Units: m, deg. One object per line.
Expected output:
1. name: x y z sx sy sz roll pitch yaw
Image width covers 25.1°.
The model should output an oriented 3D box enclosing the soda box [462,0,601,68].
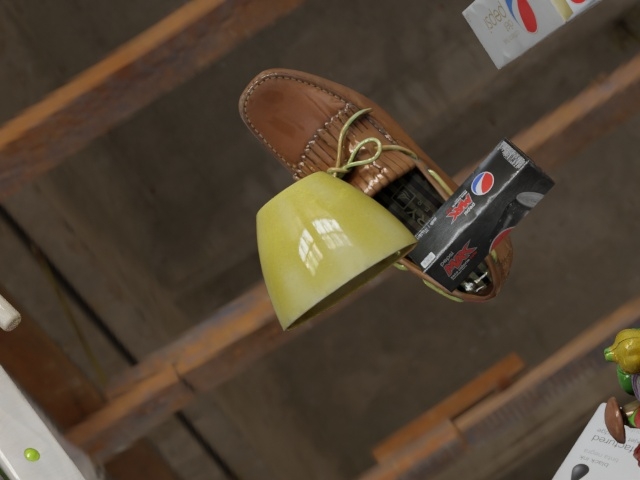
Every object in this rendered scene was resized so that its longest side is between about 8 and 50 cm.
1. soda box: 0.207 -0.230 1.379 0.069 0.216 0.074 -34 -89 -11

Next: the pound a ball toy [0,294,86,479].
1. pound a ball toy: -0.304 0.113 1.056 0.136 0.319 0.208 -23 -28 -41

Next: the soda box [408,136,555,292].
1. soda box: 0.173 -0.027 1.577 0.169 0.053 0.060 -47 -49 8

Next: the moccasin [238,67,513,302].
1. moccasin: 0.061 -0.060 1.685 0.380 0.147 0.139 45 -75 -2

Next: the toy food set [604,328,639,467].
1. toy food set: 0.337 0.176 1.518 0.071 0.128 0.217 -11 -57 4

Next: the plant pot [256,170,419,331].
1. plant pot: 0.000 0.000 1.198 0.134 0.095 0.134 -33 -7 -5

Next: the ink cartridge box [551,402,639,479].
1. ink cartridge box: 0.405 0.427 1.825 0.395 0.286 0.166 -48 -42 -35
